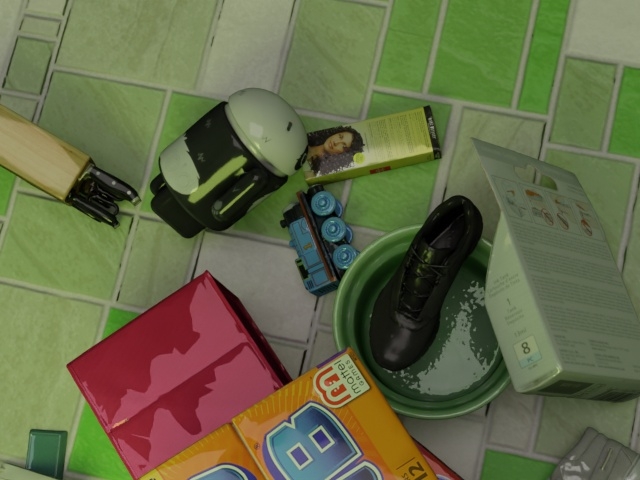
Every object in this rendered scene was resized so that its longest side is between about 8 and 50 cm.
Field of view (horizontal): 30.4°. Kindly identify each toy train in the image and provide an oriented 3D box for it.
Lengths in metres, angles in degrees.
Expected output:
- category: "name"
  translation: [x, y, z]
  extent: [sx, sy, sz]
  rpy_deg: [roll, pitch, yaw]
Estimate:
- category: "toy train"
  translation: [0.000, 0.000, 1.947]
  extent: [0.105, 0.080, 0.184]
  rpy_deg: [-24, 75, 8]

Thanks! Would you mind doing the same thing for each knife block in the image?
- category: "knife block"
  translation: [-0.438, -0.121, 1.957]
  extent: [0.242, 0.276, 0.088]
  rpy_deg: [23, 80, 42]

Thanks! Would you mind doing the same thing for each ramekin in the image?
- category: "ramekin"
  translation: [0.177, 0.135, 1.853]
  extent: [0.303, 0.148, 0.303]
  rpy_deg: [-2, 77, 7]

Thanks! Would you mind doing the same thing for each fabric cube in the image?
- category: "fabric cube"
  translation: [-0.192, 0.236, 1.828]
  extent: [0.258, 0.254, 0.259]
  rpy_deg: [-35, 75, 0]

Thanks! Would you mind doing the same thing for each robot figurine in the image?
- category: "robot figurine"
  translation: [-0.149, -0.125, 1.932]
  extent: [0.278, 0.173, 0.209]
  rpy_deg: [-38, 70, 15]

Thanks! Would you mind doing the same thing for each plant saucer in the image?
- category: "plant saucer"
  translation: [-0.463, 0.410, 1.949]
  extent: [0.067, 0.018, 0.192]
  rpy_deg: [2, 79, 9]

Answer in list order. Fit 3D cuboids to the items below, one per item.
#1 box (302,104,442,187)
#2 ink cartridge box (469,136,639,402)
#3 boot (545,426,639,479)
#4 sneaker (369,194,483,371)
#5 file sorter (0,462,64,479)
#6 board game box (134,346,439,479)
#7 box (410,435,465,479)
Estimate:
- category: "box"
  translation: [0.082, -0.157, 1.979]
  extent: [0.232, 0.058, 0.087]
  rpy_deg: [-13, 76, 4]
- category: "ink cartridge box"
  translation: [0.346, 0.051, 1.783]
  extent: [0.091, 0.308, 0.385]
  rpy_deg: [-35, 60, 33]
- category: "boot"
  translation: [0.388, 0.414, 1.800]
  extent: [0.123, 0.095, 0.258]
  rpy_deg: [32, 75, 19]
- category: "sneaker"
  translation: [0.148, 0.055, 1.732]
  extent: [0.109, 0.130, 0.286]
  rpy_deg: [23, 82, 10]
- category: "file sorter"
  translation: [-0.525, 0.488, 1.825]
  extent: [0.193, 0.173, 0.277]
  rpy_deg: [6, 76, 38]
- category: "board game box"
  translation: [-0.016, 0.415, 1.557]
  extent: [0.356, 0.356, 0.356]
  rpy_deg: [-31, 74, -10]
- category: "box"
  translation: [0.172, 0.409, 1.805]
  extent: [0.257, 0.122, 0.128]
  rpy_deg: [39, 85, 14]
